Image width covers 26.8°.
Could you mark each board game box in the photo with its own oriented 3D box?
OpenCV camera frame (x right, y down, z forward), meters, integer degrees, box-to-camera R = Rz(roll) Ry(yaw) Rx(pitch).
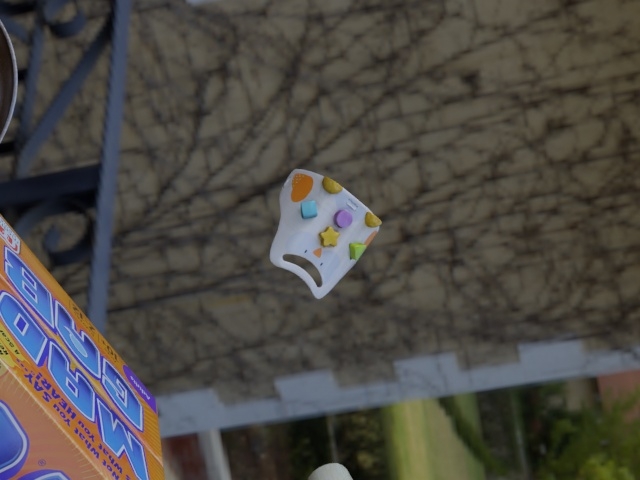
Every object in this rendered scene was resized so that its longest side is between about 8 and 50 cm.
[{"bbox_3d":[-0.430,0.241,1.573,0.356,0.356,0.356,54,5,-23],"label":"board game box"}]

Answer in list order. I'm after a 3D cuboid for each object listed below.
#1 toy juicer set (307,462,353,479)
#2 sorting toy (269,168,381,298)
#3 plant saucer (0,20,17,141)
[{"bbox_3d":[-0.030,0.260,0.871,0.089,0.329,0.209,29,38,-35],"label":"toy juicer set"},{"bbox_3d":[0.000,0.000,0.994,0.083,0.045,0.075,39,72,-20],"label":"sorting toy"},{"bbox_3d":[-0.488,-0.158,1.510,0.050,0.311,0.310,79,4,-71],"label":"plant saucer"}]
